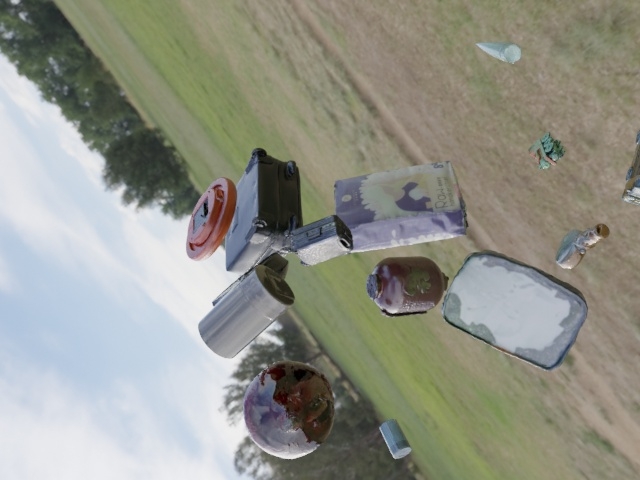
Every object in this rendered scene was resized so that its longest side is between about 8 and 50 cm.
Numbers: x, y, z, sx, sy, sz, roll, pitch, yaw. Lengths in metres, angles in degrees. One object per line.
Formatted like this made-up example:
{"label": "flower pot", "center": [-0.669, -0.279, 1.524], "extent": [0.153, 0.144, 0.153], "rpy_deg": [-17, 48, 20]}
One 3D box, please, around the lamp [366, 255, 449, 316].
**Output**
{"label": "lamp", "center": [0.261, 0.137, 1.807], "extent": [0.180, 0.258, 0.180], "rpy_deg": [180, 90, -68]}

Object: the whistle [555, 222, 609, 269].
{"label": "whistle", "center": [0.657, 0.011, 1.535], "extent": [0.057, 0.107, 0.220], "rpy_deg": [24, 160, 3]}

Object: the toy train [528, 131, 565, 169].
{"label": "toy train", "center": [0.850, -0.329, 2.292], "extent": [0.074, 0.118, 0.176], "rpy_deg": [30, -146, -12]}

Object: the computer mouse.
{"label": "computer mouse", "center": [-0.185, 0.127, 1.681], "extent": [0.087, 0.168, 0.295], "rpy_deg": [52, 144, -6]}

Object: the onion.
{"label": "onion", "center": [-0.077, 0.474, 1.690], "extent": [0.272, 0.272, 0.195], "rpy_deg": [54, 168, -10]}

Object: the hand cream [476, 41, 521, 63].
{"label": "hand cream", "center": [0.497, -0.529, 1.692], "extent": [0.078, 0.050, 0.205], "rpy_deg": [10, -159, -9]}

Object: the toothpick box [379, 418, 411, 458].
{"label": "toothpick box", "center": [0.190, 0.503, 1.547], "extent": [0.083, 0.052, 0.052], "rpy_deg": [62, -178, 40]}

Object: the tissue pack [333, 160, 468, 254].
{"label": "tissue pack", "center": [0.212, -0.092, 1.651], "extent": [0.242, 0.343, 0.125], "rpy_deg": [-89, -14, -52]}

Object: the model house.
{"label": "model house", "center": [0.427, 0.128, 1.383], "extent": [0.271, 0.190, 0.301], "rpy_deg": [24, -170, 9]}

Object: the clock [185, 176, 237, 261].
{"label": "clock", "center": [-0.257, -0.051, 1.401], "extent": [0.051, 0.205, 0.205], "rpy_deg": [24, -171, -27]}

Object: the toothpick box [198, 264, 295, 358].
{"label": "toothpick box", "center": [-0.152, 0.146, 1.245], "extent": [0.111, 0.180, 0.111], "rpy_deg": [43, -165, -15]}

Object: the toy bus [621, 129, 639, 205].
{"label": "toy bus", "center": [1.028, -0.245, 1.847], "extent": [0.138, 0.275, 0.167], "rpy_deg": [17, 177, 13]}

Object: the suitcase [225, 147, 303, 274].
{"label": "suitcase", "center": [-0.199, -0.076, 1.994], "extent": [0.188, 0.339, 0.345], "rpy_deg": [14, -130, -27]}

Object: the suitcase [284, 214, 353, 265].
{"label": "suitcase", "center": [0.000, 0.000, 1.234], "extent": [0.086, 0.126, 0.059], "rpy_deg": [45, -149, -51]}
